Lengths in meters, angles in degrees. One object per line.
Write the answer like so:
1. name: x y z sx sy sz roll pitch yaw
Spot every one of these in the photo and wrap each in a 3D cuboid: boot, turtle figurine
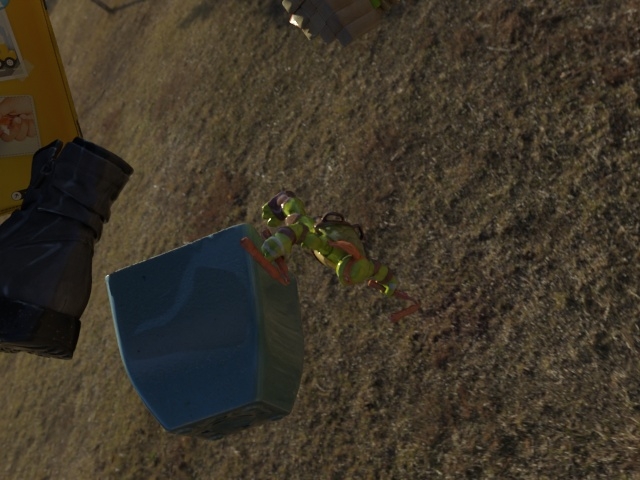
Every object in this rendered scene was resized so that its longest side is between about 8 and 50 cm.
1. boot: -0.345 0.010 0.558 0.338 0.118 0.223 -2 66 30
2. turtle figurine: 0.000 0.000 0.629 0.087 0.269 0.217 -64 33 11

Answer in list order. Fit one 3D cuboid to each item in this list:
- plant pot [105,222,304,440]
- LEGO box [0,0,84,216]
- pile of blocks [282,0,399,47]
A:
1. plant pot: -0.159 0.169 0.782 0.247 0.247 0.252 -20 61 7
2. LEGO box: -0.594 -0.184 0.596 0.193 0.500 0.373 19 123 40
3. pile of blocks: 0.040 -0.414 0.759 0.112 0.149 0.362 -23 43 51
